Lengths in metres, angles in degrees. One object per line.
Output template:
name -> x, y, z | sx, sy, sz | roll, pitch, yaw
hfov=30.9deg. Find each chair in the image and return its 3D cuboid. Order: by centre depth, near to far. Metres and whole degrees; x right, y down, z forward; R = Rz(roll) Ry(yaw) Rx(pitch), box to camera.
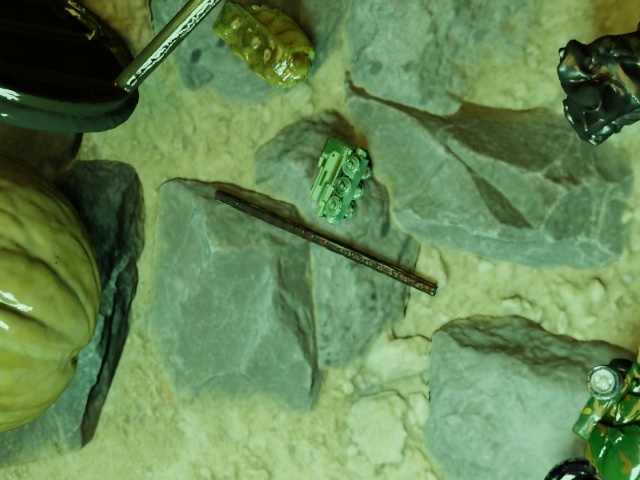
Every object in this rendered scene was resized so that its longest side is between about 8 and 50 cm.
chair -> -0.238, -0.347, 1.100 | 0.362, 0.365, 0.410 | 50, 121, 33

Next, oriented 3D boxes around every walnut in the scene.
walnut -> -0.395, 0.046, 1.208 | 0.333, 0.333, 0.332 | 0, 90, 26

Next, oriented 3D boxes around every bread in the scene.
bread -> -0.052, -0.202, 1.180 | 0.066, 0.060, 0.110 | -42, 70, -9

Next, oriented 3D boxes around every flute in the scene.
flute -> 0.000, 0.000, 1.180 | 0.269, 0.014, 0.014 | 24, 100, 23

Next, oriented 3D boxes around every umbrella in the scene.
umbrella -> 0.335, -0.164, 0.971 | 0.272, 0.122, 0.110 | -17, 126, 21

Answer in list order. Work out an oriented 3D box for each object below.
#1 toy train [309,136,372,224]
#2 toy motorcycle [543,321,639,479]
toy train -> 0.017, -0.059, 1.161 | 0.053, 0.033, 0.083 | 31, 103, 28
toy motorcycle -> 0.309, 0.169, 0.974 | 0.187, 0.125, 0.274 | 32, 104, 32
